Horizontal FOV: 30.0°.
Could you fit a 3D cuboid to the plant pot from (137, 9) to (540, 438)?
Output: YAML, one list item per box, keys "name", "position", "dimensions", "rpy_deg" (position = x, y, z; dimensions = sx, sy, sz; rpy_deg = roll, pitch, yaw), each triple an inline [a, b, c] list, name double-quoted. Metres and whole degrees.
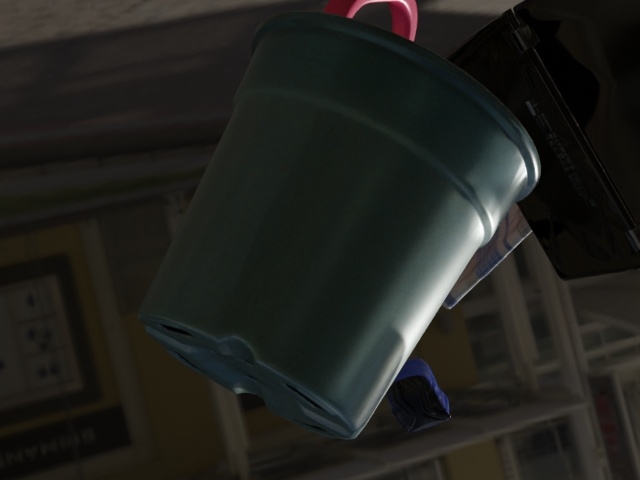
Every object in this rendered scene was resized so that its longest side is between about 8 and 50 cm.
- name: "plant pot"
  position: [0.000, 0.000, 1.232]
  dimensions: [0.341, 0.334, 0.341]
  rpy_deg: [27, 163, 9]

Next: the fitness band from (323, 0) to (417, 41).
- name: "fitness band"
  position: [0.076, -0.316, 1.948]
  dimensions: [0.054, 0.209, 0.291]
  rpy_deg: [15, -162, 27]

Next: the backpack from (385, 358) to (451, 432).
- name: "backpack"
  position: [0.167, 0.272, 2.169]
  dimensions: [0.098, 0.120, 0.101]
  rpy_deg: [-26, -150, 12]

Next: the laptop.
- name: "laptop"
  position: [0.409, -0.177, 1.612]
  dimensions: [0.236, 0.382, 0.408]
  rpy_deg: [-30, -178, -17]

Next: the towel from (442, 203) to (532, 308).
- name: "towel"
  position: [0.293, -0.023, 1.925]
  dimensions: [0.285, 0.034, 0.209]
  rpy_deg: [-46, -171, 21]
